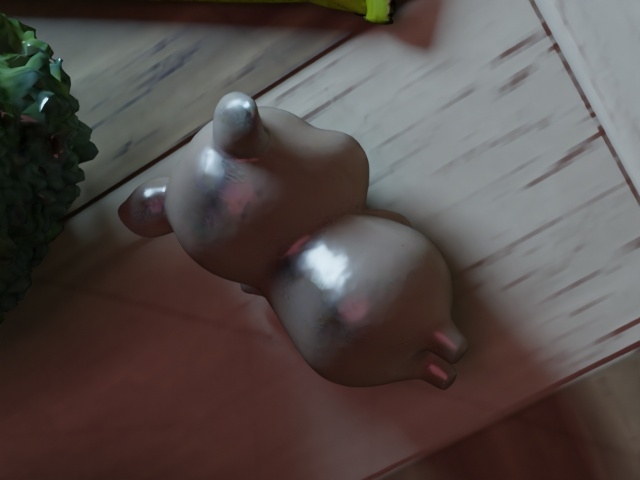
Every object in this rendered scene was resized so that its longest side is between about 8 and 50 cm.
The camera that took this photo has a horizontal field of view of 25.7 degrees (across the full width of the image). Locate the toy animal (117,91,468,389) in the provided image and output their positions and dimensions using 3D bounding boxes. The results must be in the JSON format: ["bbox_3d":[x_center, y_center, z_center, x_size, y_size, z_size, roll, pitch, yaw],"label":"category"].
[{"bbox_3d":[-0.003,0.002,0.547,0.150,0.089,0.083,37,101,10],"label":"toy animal"}]

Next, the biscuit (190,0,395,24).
[{"bbox_3d":[-0.101,-0.125,0.622,0.291,0.026,0.048,6,111,24],"label":"biscuit"}]

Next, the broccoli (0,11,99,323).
[{"bbox_3d":[-0.256,-0.023,0.574,0.260,0.288,0.235,22,91,64],"label":"broccoli"}]
